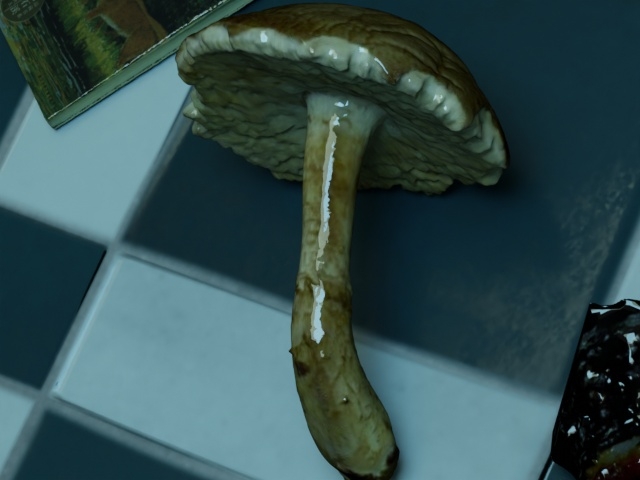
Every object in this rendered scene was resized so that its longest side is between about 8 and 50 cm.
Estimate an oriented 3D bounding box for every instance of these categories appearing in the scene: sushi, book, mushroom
[{"bbox_3d":[0.233,0.150,1.189,0.172,0.153,0.150,9,51,2],"label":"sushi"},{"bbox_3d":[-0.148,-0.208,1.540,0.228,0.024,0.160,-32,60,6],"label":"book"},{"bbox_3d":[0.027,-0.021,1.286,0.208,0.233,0.302,-28,61,17],"label":"mushroom"}]
